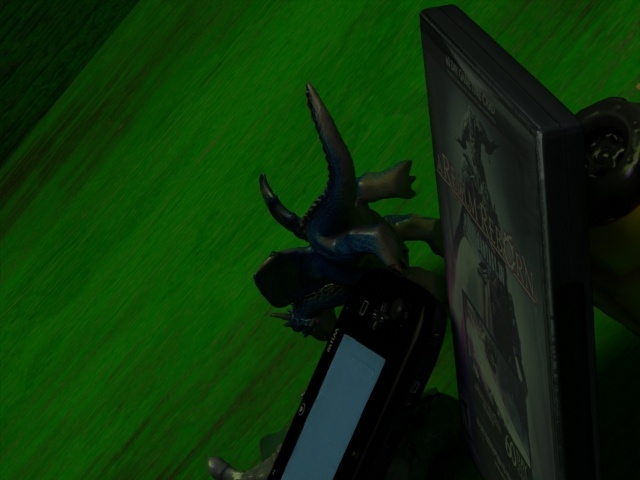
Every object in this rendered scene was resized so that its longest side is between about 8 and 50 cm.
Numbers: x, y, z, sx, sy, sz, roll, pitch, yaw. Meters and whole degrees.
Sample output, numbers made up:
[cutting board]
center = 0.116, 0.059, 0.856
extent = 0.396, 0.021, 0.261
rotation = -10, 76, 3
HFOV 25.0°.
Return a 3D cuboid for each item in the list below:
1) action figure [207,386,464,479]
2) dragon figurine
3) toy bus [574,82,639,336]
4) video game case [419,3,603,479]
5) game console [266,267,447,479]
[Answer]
[action figure]
center = 0.008, 0.145, 0.948
extent = 0.232, 0.063, 0.137
rotation = -28, 33, 38
[dragon figurine]
center = 0.000, 0.000, 0.988
extent = 0.144, 0.289, 0.085
rotation = -6, 67, 21
[toy bus]
center = 0.242, -0.023, 0.688
extent = 0.220, 0.149, 0.211
rotation = -53, 40, 4
[video game case]
center = 0.097, 0.038, 0.731
extent = 0.026, 0.274, 0.196
rotation = -12, 25, -6
[game console]
center = -0.029, 0.184, 0.864
extent = 0.213, 0.044, 0.361
rotation = 26, 92, 57
